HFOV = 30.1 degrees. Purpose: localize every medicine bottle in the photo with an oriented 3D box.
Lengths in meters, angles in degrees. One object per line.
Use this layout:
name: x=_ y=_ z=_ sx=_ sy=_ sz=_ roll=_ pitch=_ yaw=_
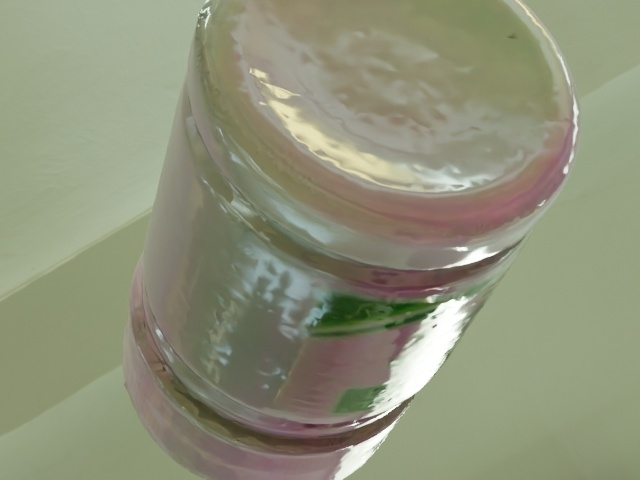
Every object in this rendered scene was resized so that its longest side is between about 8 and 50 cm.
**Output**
medicine bottle: x=0.000 y=0.000 z=0.722 sx=0.212 sy=0.325 sz=0.212 roll=9 pitch=-127 yaw=-12
